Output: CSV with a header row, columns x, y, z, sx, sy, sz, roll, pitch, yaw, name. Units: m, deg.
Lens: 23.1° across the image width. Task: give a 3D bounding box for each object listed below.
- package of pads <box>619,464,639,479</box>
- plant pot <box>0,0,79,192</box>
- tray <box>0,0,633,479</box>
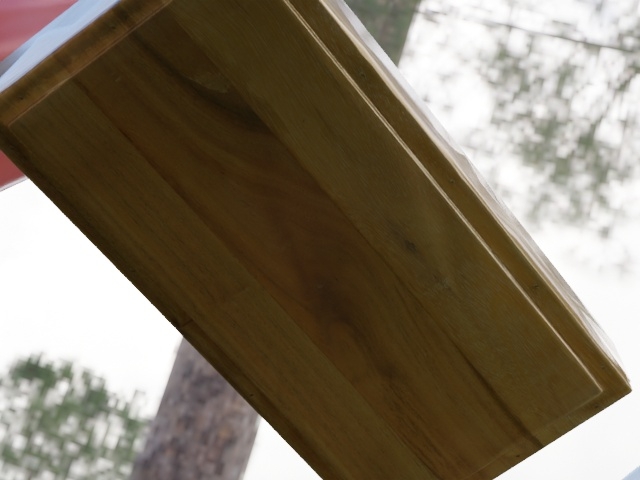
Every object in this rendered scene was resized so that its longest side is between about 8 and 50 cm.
x,y,z,sx,sy,sz,roll,pitch,yaw,name
0.336,0.297,1.463,0.101,0.229,0.296,61,-21,-9,package of pads
-0.304,-0.174,1.497,0.243,0.275,0.275,-17,-13,-28,plant pot
0.000,0.000,0.984,0.203,0.076,0.411,-35,-65,13,tray
